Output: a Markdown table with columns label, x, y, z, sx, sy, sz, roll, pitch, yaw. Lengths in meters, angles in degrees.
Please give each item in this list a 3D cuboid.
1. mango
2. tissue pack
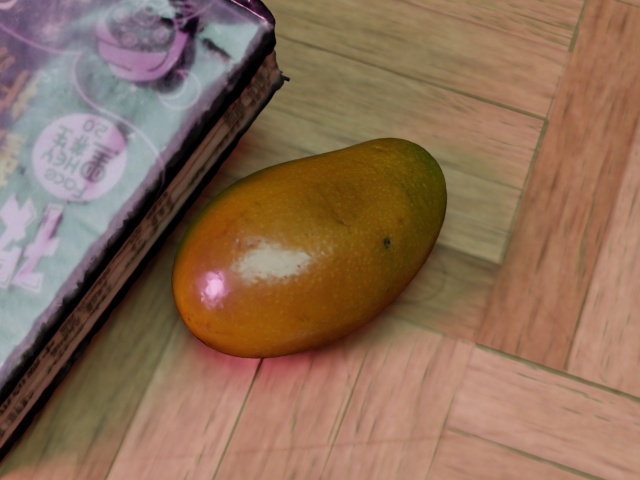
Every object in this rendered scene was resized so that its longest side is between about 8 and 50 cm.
| label | x | y | z | sx | sy | sz | roll | pitch | yaw |
| --- | --- | --- | --- | --- | --- | --- | --- | --- | --- |
| mango | 0.000 | 0.000 | 1.052 | 0.227 | 0.099 | 0.136 | -32 | 60 | -28 |
| tissue pack | -0.225 | -0.055 | 1.029 | 0.259 | 0.122 | 0.361 | 30 | 75 | 16 |
